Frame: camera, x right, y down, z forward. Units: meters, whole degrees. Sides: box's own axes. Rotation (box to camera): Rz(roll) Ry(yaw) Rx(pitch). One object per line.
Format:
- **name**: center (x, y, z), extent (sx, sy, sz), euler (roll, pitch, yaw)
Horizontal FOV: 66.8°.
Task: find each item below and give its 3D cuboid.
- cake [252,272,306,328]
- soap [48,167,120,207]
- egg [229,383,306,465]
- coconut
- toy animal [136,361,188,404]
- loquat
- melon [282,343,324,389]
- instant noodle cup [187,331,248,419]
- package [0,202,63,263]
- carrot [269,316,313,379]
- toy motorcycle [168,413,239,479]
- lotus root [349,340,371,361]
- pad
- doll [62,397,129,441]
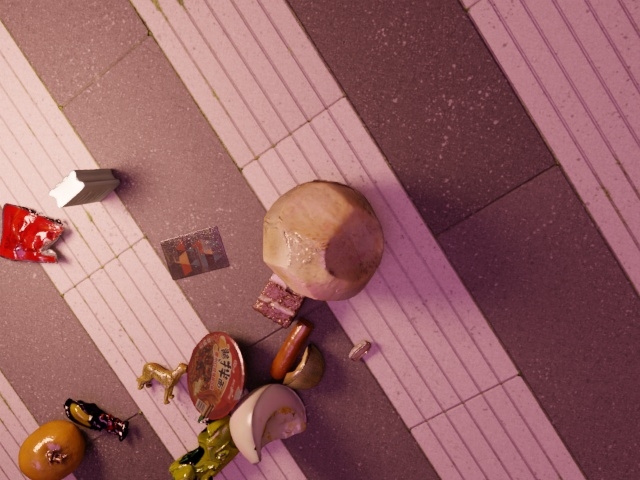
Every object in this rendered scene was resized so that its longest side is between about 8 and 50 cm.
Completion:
- **cake**: center (-0.115, 0.174, 1.510), extent (0.135, 0.134, 0.147), euler (28, 94, 4)
- **soap**: center (-0.730, -0.166, 1.514), extent (0.119, 0.198, 0.067), euler (-35, 93, 13)
- **egg**: center (-0.192, 0.570, 1.542), extent (0.161, 0.271, 0.207), euler (-19, 93, 32)
- **coconut**: center (0.000, 0.000, 1.379), extent (0.352, 0.352, 0.353), euler (2, 100, 9)
- **toy animal**: center (-0.552, 0.463, 1.668), extent (0.181, 0.073, 0.136), euler (19, 94, 18)
- **loquat**: center (-0.941, 0.743, 1.704), extent (0.207, 0.208, 0.208), euler (2, 100, 9)
- **melon**: center (-0.037, 0.424, 1.548), extent (0.128, 0.079, 0.160), euler (34, 90, -24)
- **instant noodle cup**: center (-0.314, 0.437, 1.577), extent (0.273, 0.090, 0.274), euler (-10, 73, 35)
- **package**: center (-0.994, -0.011, 1.654), extent (0.269, 0.071, 0.194), euler (15, 87, 10)
- **carrot**: center (-0.099, 0.358, 1.568), extent (0.067, 0.067, 0.225), euler (29, 101, 3)
- **toy motorcycle**: center (-0.372, 0.697, 1.634), extent (0.342, 0.142, 0.206), euler (-44, 89, 12)
- **lotus root**: center (0.128, 0.349, 1.547), extent (0.083, 0.030, 0.037), euler (-43, 122, 16)
- **pad**: center (-0.416, 0.044, 1.598), extent (0.211, 0.003, 0.143), euler (-15, 97, 12)
- **doll**: center (-0.801, 0.632, 1.722), extent (0.248, 0.088, 0.127), euler (28, 103, 0)
